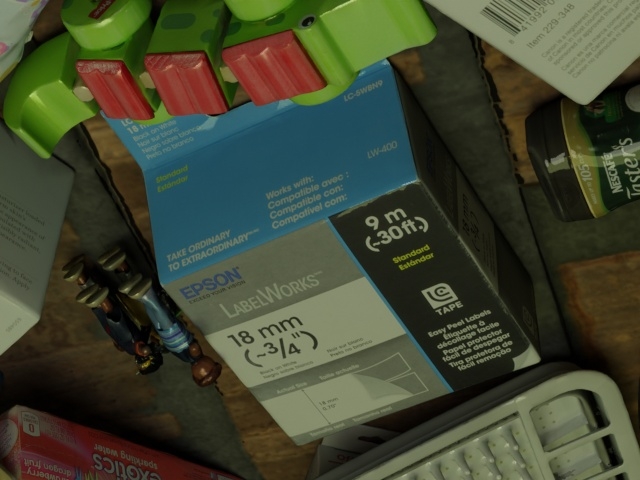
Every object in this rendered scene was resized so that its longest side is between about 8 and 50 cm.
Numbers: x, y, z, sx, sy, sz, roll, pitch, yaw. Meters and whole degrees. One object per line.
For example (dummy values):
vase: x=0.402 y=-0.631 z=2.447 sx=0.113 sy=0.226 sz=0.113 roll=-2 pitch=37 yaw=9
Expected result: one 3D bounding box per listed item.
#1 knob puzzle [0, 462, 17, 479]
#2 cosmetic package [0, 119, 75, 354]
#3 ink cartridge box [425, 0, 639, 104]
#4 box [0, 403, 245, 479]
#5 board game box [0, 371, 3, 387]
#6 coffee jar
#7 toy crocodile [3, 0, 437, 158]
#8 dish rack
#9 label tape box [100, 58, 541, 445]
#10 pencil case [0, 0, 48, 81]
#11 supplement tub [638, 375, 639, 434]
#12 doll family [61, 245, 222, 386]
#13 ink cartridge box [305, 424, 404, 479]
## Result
knob puzzle: x=-0.362 y=0.224 z=1.434 sx=0.213 sy=0.213 sz=0.030 roll=-24 pitch=160 yaw=23
cosmetic package: x=-0.310 y=0.002 z=1.318 sx=0.151 sy=0.183 sz=0.151 roll=35 pitch=124 yaw=-24
ink cartridge box: x=0.131 y=-0.266 z=1.085 sx=0.306 sy=0.131 sz=0.226 roll=32 pitch=127 yaw=-20
box: x=-0.205 y=0.282 z=1.522 sx=0.142 sy=0.154 sz=0.300 roll=-34 pitch=141 yaw=28
board game box: x=-0.502 y=0.103 z=1.486 sx=0.302 sy=0.086 sz=0.308 roll=-21 pitch=127 yaw=21
coffee jar: x=0.255 y=-0.078 z=1.274 sx=0.184 sy=0.079 sz=0.096 roll=-15 pitch=128 yaw=18
toy crocodile: x=-0.082 y=-0.137 z=1.209 sx=0.341 sy=0.105 sz=0.115 roll=-7 pitch=138 yaw=22
dish rack: x=0.137 y=0.256 z=1.524 sx=0.333 sy=0.072 sz=0.285 roll=-27 pitch=128 yaw=-3
label tape box: x=0.000 y=0.000 z=1.345 sx=0.241 sy=0.106 sz=0.333 roll=-22 pitch=126 yaw=21
pencil case: x=-0.215 y=-0.222 z=1.161 sx=0.124 sy=0.113 sz=0.273 roll=23 pitch=129 yaw=-26
supplement tub: x=0.381 y=0.146 z=1.443 sx=0.198 sy=0.106 sz=0.106 roll=1 pitch=131 yaw=3
doll family: x=-0.149 y=0.070 z=1.392 sx=0.076 sy=0.193 sz=0.111 roll=-33 pitch=113 yaw=-4
ink cartridge box: x=0.034 y=0.262 z=1.600 sx=0.104 sy=0.060 sz=0.180 roll=12 pitch=131 yaw=-7
